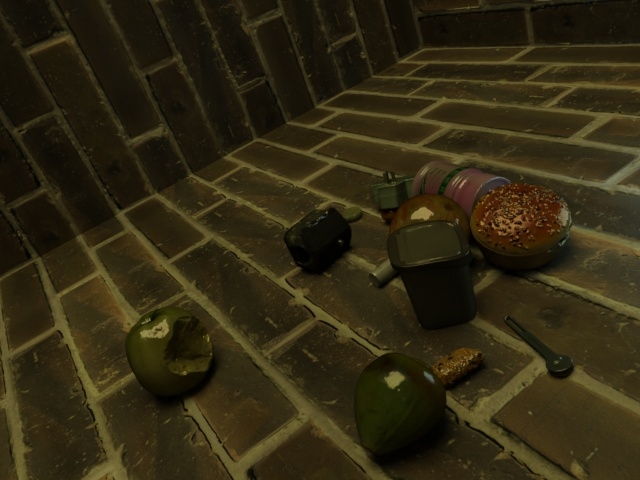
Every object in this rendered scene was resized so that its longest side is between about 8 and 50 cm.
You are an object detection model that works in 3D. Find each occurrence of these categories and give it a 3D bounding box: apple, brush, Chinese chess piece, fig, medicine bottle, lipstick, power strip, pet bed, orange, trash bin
[{"bbox_3d":[-0.473,0.341,1.793,0.279,0.279,0.279,-17,28,9],"label":"apple"},{"bbox_3d":[0.542,0.259,1.450,0.062,0.027,0.266,-24,24,-4],"label":"brush"},{"bbox_3d":[0.131,-0.108,2.367,0.084,0.034,0.084,-19,27,10],"label":"Chinese chess piece"},{"bbox_3d":[0.349,-0.028,1.826,0.264,0.264,0.264,-17,28,9],"label":"apple"},{"bbox_3d":[0.169,0.369,1.326,0.230,0.207,0.207,-29,29,-5],"label":"fig"},{"bbox_3d":[0.492,-0.154,2.004,0.212,0.212,0.325,-31,29,-17],"label":"medicine bottle"},{"bbox_3d":[0.273,0.062,1.941,0.264,0.059,0.059,-35,30,-23],"label":"lipstick"},{"bbox_3d":[0.306,-0.221,2.270,0.229,0.141,0.261,-6,12,29],"label":"power strip"},{"bbox_3d":[0.000,0.000,2.119,0.159,0.183,0.211,3,34,49],"label":"pet bed"},{"bbox_3d":[0.277,-0.100,2.220,0.086,0.062,0.086,-15,12,3],"label":"orange"},{"bbox_3d":[0.328,0.101,1.630,0.219,0.250,0.220,-14,29,12],"label":"trash bin"}]

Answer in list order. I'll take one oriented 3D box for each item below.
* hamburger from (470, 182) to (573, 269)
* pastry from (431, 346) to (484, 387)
[{"bbox_3d":[0.605,-0.054,1.743,0.300,0.176,0.300,-8,44,7],"label":"hamburger"},{"bbox_3d":[0.343,0.317,1.449,0.140,0.056,0.080,-34,19,-17],"label":"pastry"}]
